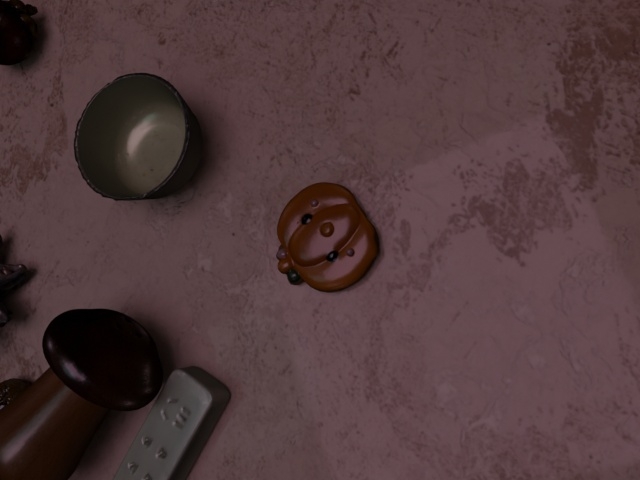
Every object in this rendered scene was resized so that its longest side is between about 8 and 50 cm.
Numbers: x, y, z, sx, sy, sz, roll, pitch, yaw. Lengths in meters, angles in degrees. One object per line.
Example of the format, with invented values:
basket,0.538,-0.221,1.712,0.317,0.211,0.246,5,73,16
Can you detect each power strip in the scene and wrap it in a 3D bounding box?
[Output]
power strip,-0.274,0.380,0.906,0.091,0.062,0.385,30,91,22

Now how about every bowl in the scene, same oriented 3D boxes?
bowl,-0.282,-0.158,0.957,0.212,0.112,0.211,-2,83,18

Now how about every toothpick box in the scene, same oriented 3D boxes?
toothpick box,-0.382,0.241,0.893,0.192,0.192,0.294,44,99,18

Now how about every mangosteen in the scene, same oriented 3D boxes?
mangosteen,-0.594,-0.401,1.094,0.140,0.140,0.140,-3,82,17

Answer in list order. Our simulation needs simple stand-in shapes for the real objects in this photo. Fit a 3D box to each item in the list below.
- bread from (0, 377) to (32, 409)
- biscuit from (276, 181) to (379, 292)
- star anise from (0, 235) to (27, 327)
bread,-0.527,0.285,1.001,0.113,0.060,0.082,23,92,21
biscuit,-0.001,-0.001,0.878,0.171,0.050,0.170,-3,81,18
star anise,-0.646,0.090,1.021,0.223,0.109,0.235,13,60,-16
